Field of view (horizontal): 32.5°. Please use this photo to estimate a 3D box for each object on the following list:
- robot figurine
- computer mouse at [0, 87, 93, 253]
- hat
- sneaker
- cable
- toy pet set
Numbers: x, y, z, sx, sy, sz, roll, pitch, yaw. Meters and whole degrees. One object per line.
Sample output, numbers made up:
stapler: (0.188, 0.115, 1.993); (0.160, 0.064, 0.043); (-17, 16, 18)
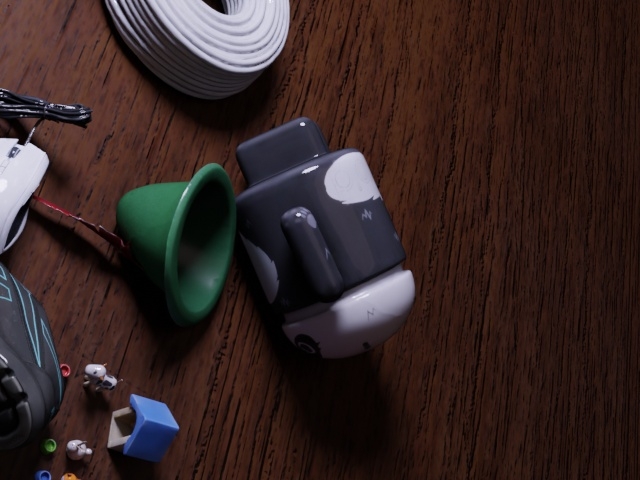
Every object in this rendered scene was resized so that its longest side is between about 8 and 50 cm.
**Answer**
robot figurine: (-0.002, 0.001, 1.278); (0.209, 0.173, 0.278); (-24, 91, -45)
computer mouse: (-0.299, -0.070, 1.063); (0.106, 0.042, 0.193); (16, 57, -4)
hat: (-0.208, -0.018, 1.181); (0.208, 0.183, 0.173); (84, 23, -46)
sneaker: (-0.317, 0.060, 0.995); (0.267, 0.101, 0.106); (65, 19, -2)
cable: (-0.142, -0.303, 1.320); (0.257, 0.089, 0.257); (56, 42, -13)
toy pet set: (-0.202, 0.183, 1.063); (0.114, 0.065, 0.122); (25, 57, -38)
